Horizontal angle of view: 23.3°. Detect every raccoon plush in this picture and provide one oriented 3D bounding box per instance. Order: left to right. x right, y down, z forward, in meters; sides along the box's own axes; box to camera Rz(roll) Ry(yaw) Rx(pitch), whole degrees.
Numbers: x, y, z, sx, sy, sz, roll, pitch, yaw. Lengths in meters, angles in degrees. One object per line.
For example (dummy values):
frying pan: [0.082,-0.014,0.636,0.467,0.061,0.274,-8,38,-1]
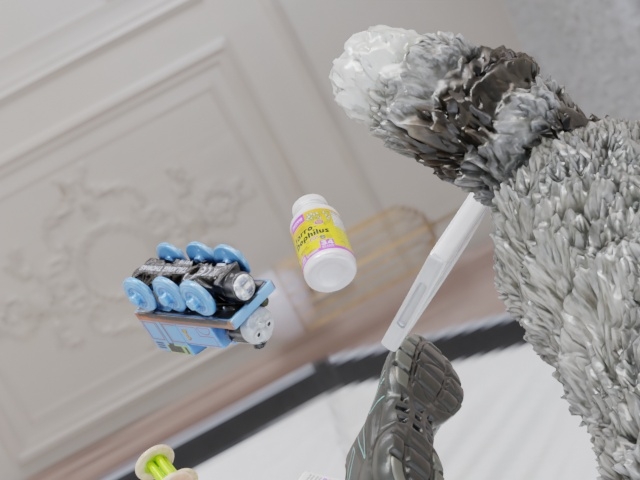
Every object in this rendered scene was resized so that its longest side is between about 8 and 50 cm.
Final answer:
raccoon plush: [0.140,0.043,0.941,0.299,0.446,0.216,-34,-40,-56]

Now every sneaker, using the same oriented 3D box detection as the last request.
sneaker: [0.073,0.195,1.593,0.101,0.106,0.267,41,-148,-12]

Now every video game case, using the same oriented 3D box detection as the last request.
video game case: [0.111,0.003,1.314,0.019,0.157,0.143,32,143,6]

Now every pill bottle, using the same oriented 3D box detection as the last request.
pill bottle: [0.000,0.000,1.250,0.083,0.043,0.043,-109,-6,-47]

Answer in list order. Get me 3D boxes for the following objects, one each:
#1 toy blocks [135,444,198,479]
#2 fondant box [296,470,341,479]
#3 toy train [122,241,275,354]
toy blocks: [-0.148,0.322,1.846,0.148,0.054,0.123,43,173,39]
fondant box: [0.072,0.401,1.752,0.238,0.330,0.096,-45,-42,-48]
toy train: [-0.115,0.060,1.519,0.184,0.080,0.105,1,131,49]
